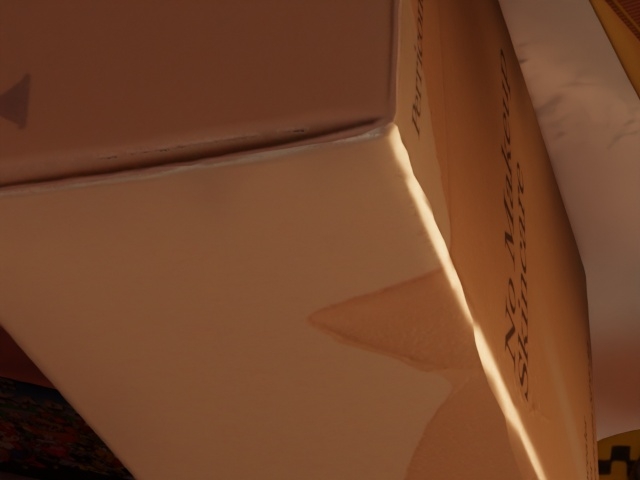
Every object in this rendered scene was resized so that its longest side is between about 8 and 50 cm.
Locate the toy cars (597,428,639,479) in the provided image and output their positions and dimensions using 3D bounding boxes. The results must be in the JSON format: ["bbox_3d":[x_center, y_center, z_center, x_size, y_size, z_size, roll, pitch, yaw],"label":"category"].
[{"bbox_3d":[0.256,0.049,0.713,0.176,0.087,0.394,31,136,-22],"label":"toy cars"}]

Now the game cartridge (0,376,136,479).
[{"bbox_3d":[-0.094,0.124,0.749,0.355,0.230,0.068,15,110,-22],"label":"game cartridge"}]

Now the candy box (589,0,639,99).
[{"bbox_3d":[0.145,-0.062,0.558,0.109,0.053,0.186,-11,146,22],"label":"candy box"}]

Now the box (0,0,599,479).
[{"bbox_3d":[0.000,0.000,0.583,0.121,0.148,0.311,-7,150,14],"label":"box"}]
